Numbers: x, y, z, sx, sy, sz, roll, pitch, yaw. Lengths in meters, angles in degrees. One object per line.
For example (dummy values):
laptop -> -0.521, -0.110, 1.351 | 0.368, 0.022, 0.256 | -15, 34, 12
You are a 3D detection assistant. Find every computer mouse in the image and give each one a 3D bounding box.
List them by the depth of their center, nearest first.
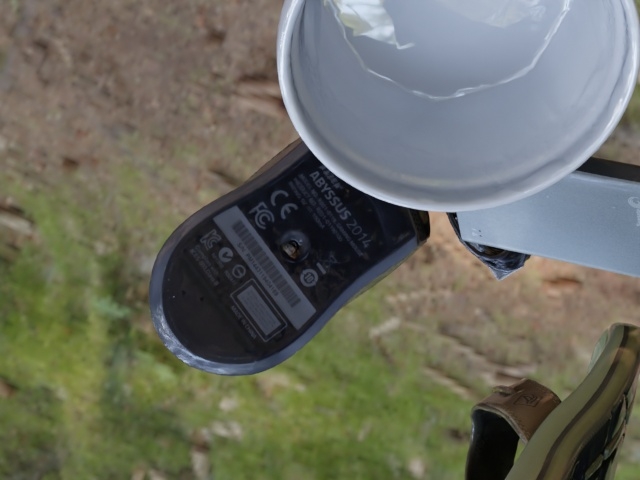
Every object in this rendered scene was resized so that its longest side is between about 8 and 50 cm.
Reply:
computer mouse -> 0.000, 0.000, 1.156 | 0.188, 0.272, 0.072 | 58, 166, -1

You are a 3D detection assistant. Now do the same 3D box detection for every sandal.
sandal -> 0.115, 0.124, 0.926 | 0.086, 0.303, 0.120 | 20, 118, 22

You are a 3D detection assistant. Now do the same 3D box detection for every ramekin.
ramekin -> 0.077, -0.130, 0.965 | 0.207, 0.109, 0.207 | -1, 124, -1

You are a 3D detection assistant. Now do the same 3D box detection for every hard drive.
hard drive -> 0.152, -0.023, 1.055 | 0.135, 0.022, 0.094 | 12, 145, 23
